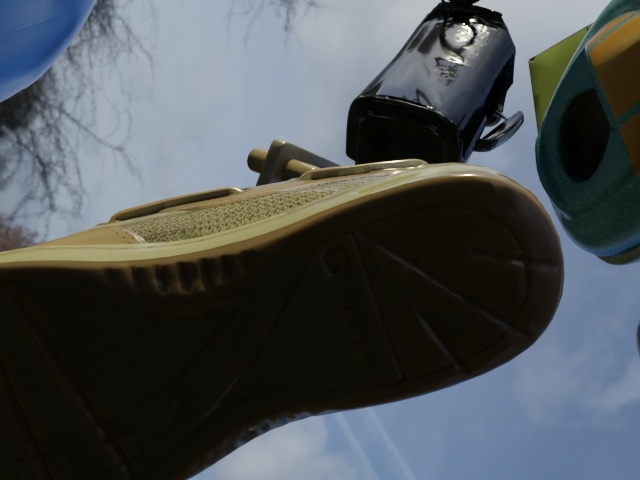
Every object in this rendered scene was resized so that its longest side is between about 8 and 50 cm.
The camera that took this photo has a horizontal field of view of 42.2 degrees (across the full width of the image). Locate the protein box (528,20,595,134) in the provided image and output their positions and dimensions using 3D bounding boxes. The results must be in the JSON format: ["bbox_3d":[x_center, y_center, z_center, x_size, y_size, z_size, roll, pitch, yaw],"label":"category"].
[{"bbox_3d":[0.387,-0.141,1.051,0.136,0.201,0.199,-27,-129,41],"label":"protein box"}]

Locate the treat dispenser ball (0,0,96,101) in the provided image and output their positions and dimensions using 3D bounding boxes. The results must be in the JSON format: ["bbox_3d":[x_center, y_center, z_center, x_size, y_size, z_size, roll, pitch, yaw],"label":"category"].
[{"bbox_3d":[-0.270,-0.210,0.492,0.288,0.288,0.288,168,-90,-68],"label":"treat dispenser ball"}]

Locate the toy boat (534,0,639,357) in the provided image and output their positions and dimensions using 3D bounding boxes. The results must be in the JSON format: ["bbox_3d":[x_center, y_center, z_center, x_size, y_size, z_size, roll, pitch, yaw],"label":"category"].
[{"bbox_3d":[0.244,-0.045,0.574,0.267,0.148,0.318,109,-24,-52],"label":"toy boat"}]

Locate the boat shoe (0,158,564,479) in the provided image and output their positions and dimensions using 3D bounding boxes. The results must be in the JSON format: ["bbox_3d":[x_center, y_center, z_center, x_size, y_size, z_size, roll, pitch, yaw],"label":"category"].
[{"bbox_3d":[-0.063,0.039,0.402,0.110,0.341,0.121,-93,171,-74],"label":"boat shoe"}]

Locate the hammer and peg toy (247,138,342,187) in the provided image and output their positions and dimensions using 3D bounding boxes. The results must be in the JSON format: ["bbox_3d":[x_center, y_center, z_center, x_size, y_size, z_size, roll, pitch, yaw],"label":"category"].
[{"bbox_3d":[0.000,0.000,1.298,0.127,0.361,0.265,22,-87,36],"label":"hammer and peg toy"}]

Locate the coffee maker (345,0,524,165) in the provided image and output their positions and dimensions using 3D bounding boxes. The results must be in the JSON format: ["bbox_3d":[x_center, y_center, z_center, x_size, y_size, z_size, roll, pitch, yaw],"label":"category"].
[{"bbox_3d":[0.098,-0.135,0.750,0.120,0.178,0.171,-2,-55,33],"label":"coffee maker"}]
